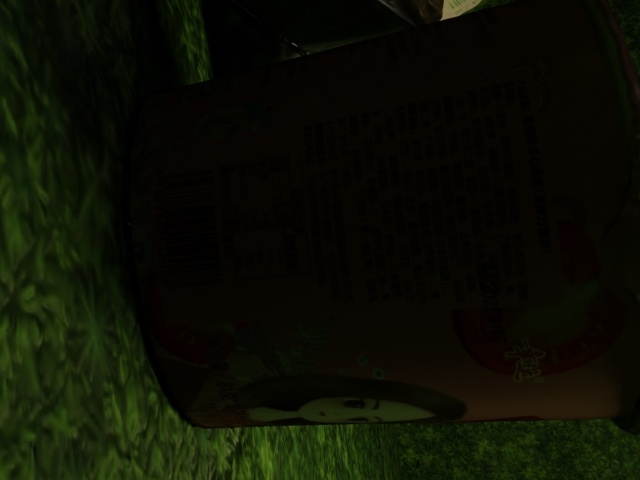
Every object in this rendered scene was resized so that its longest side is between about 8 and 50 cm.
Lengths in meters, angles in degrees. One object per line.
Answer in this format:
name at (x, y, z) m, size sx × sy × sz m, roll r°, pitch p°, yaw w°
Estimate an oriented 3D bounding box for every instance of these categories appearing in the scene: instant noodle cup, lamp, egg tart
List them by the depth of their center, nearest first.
instant noodle cup at (0.037, -0.003, 0.447) m, size 0.243 × 0.231 × 0.242 m, roll -9°, pitch 90°, yaw -83°
egg tart at (-0.025, -0.188, 0.514) m, size 0.234 × 0.094 × 0.234 m, roll 36°, pitch 17°, yaw -13°
lamp at (-0.030, -0.149, 0.647) m, size 0.101 × 0.101 × 0.250 m, roll 46°, pitch 41°, yaw -80°

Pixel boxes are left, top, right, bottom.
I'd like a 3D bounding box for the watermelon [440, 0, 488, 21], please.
watermelon at (0.079, -0.402, 0.902) m, size 0.363 × 0.363 × 0.363 m, roll -8°, pitch 90°, yaw -84°
